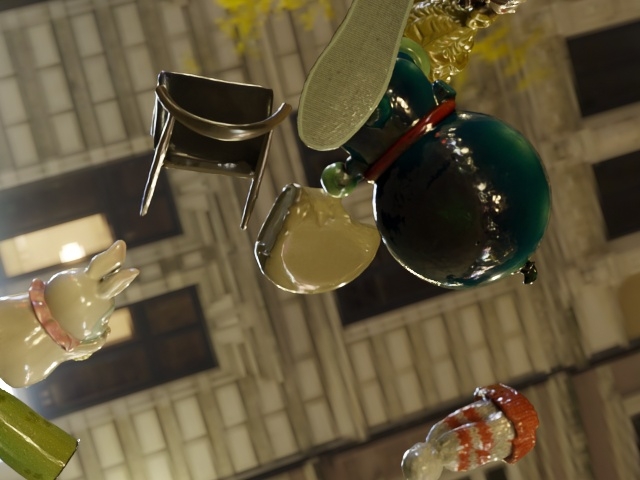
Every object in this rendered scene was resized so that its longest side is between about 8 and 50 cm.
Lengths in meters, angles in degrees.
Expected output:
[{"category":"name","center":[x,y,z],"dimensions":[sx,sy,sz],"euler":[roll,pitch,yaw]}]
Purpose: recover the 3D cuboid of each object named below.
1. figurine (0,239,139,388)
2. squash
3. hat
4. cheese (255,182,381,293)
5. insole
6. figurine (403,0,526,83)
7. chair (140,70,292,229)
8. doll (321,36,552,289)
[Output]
[{"category":"figurine","center":[-0.335,0.100,1.848],"dimensions":[0.127,0.235,0.155],"euler":[62,2,36]},{"category":"squash","center":[-0.445,0.274,1.974],"dimensions":[0.188,0.095,0.095],"euler":[36,-14,-8]},{"category":"hat","center":[0.169,0.238,1.632],"dimensions":[0.112,0.162,0.093],"euler":[-165,-122,-73]},{"category":"cheese","center":[0.000,0.000,2.090],"dimensions":[0.091,0.203,0.175],"euler":[49,-57,48]},{"category":"insole","center":[0.044,-0.192,1.325],"dimensions":[0.232,0.080,0.003],"euler":[-66,-161,11]},{"category":"figurine","center":[0.250,-0.380,2.269],"dimensions":[0.315,0.187,0.168],"euler":[-31,-113,49]},{"category":"chair","center":[-0.155,-0.158,1.973],"dimensions":[0.272,0.188,0.166],"euler":[116,-21,-60]},{"category":"doll","center":[0.129,-0.072,1.536],"dimensions":[0.322,0.198,0.186],"euler":[43,14,2]}]
